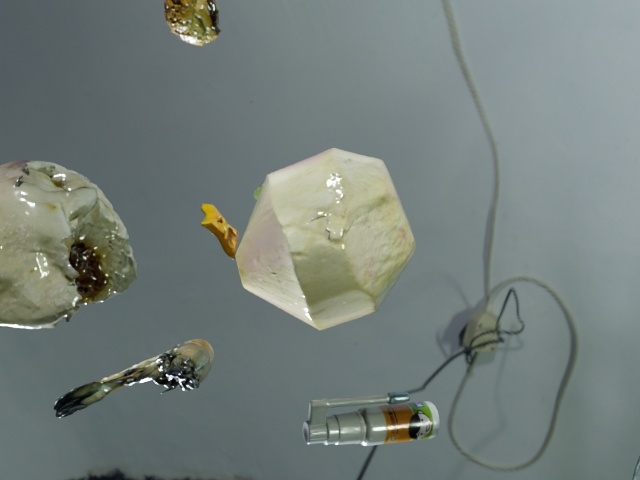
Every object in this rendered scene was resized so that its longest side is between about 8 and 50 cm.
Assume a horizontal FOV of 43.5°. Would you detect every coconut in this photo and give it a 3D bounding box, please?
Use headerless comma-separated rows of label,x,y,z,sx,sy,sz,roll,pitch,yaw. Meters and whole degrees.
coconut,0.000,0.000,1.123,0.259,0.259,0.259,12,120,21

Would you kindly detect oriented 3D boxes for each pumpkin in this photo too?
pumpkin,-0.174,-0.022,1.441,0.035,0.073,0.101,-36,115,13

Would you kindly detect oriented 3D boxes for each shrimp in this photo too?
shrimp,-0.214,0.168,0.920,0.198,0.262,0.051,-23,93,-10

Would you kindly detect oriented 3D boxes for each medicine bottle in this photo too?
medicine bottle,0.083,0.282,1.276,0.221,0.061,0.092,-1,113,-21

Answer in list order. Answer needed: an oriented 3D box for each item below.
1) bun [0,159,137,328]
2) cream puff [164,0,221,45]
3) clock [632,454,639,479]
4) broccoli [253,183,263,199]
bun,-0.406,-0.010,1.142,0.282,0.281,0.204,15,102,19
cream puff,-0.256,-0.450,1.586,0.119,0.104,0.133,14,118,61
clock,0.634,0.415,1.299,0.055,0.280,0.280,21,132,-29
broccoli,-0.014,-0.027,1.572,0.304,0.165,0.145,36,86,28
